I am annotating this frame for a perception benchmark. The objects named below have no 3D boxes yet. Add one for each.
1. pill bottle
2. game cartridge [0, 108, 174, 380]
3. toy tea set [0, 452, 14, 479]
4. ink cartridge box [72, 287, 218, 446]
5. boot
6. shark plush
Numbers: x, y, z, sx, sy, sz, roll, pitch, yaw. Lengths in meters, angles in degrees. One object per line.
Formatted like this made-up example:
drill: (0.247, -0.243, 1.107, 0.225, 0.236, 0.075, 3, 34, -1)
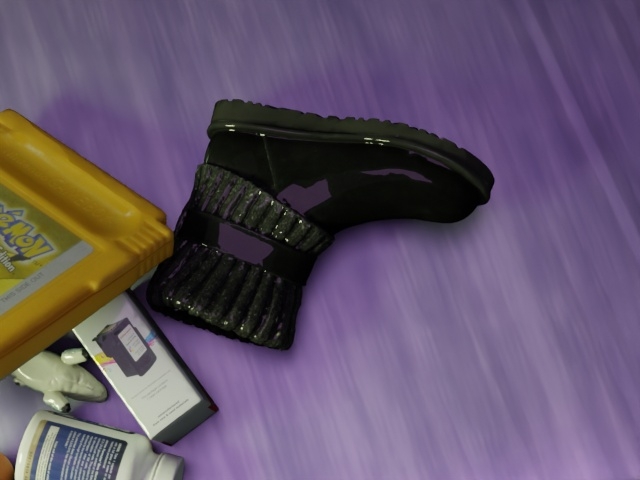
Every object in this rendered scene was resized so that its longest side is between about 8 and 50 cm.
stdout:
pill bottle: (-0.239, 0.249, 1.740, 0.169, 0.094, 0.094, 14, 79, 6)
game cartridge: (-0.356, 0.005, 1.685, 0.285, 0.052, 0.324, 32, 52, 25)
toy tea set: (-0.484, 0.191, 1.719, 0.200, 0.124, 0.336, -31, 119, 26)
ink cartridge box: (-0.197, 0.132, 1.746, 0.072, 0.127, 0.175, -37, 78, -3)
boot: (0.000, 0.001, 1.759, 0.348, 0.131, 0.260, 10, 72, 15)
shark plush: (-0.320, 0.151, 1.780, 0.161, 0.067, 0.073, 8, 82, 7)
